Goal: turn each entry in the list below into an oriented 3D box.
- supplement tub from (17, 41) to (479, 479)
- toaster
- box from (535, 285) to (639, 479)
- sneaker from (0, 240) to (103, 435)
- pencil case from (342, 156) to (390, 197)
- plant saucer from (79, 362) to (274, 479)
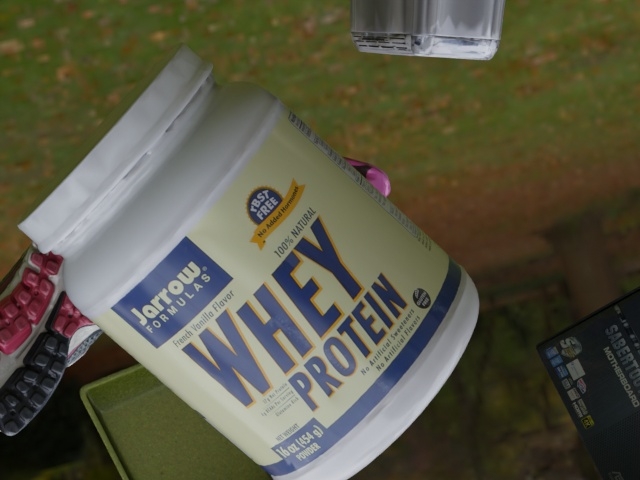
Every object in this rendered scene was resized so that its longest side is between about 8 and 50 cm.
[{"bbox_3d":[-0.058,0.021,1.397,0.235,0.325,0.235,-46,-169,11],"label":"supplement tub"},{"bbox_3d":[0.112,-0.259,1.742,0.129,0.146,0.227,0,-173,-25],"label":"toaster"},{"bbox_3d":[0.371,0.175,1.924,0.183,0.232,0.059,-29,149,9],"label":"box"},{"bbox_3d":[-0.238,0.049,1.514,0.299,0.121,0.112,-46,-169,-17],"label":"sneaker"},{"bbox_3d":[0.000,0.000,1.978,0.098,0.209,0.095,20,150,14],"label":"pencil case"},{"bbox_3d":[-0.125,0.202,1.690,0.188,0.188,0.045,-21,167,-35],"label":"plant saucer"}]
